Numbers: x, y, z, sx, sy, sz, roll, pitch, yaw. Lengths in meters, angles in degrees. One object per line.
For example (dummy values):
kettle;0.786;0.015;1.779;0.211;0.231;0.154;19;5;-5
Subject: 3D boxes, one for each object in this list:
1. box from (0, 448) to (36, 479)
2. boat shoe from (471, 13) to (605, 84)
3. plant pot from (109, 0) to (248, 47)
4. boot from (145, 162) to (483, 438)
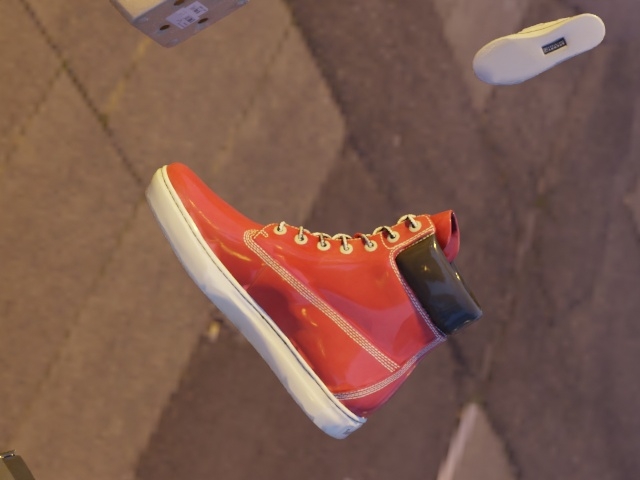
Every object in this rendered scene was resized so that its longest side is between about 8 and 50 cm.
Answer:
box;-0.329;0.317;1.524;0.293;0.295;0.073;-8;130;-32
boat shoe;0.158;-0.141;1.350;0.035;0.100;0.035;-71;138;-80
plant pot;-0.111;-0.204;1.340;0.096;0.109;0.109;64;12;17
boot;0.000;0.000;1.372;0.176;0.244;0.088;-43;173;10
